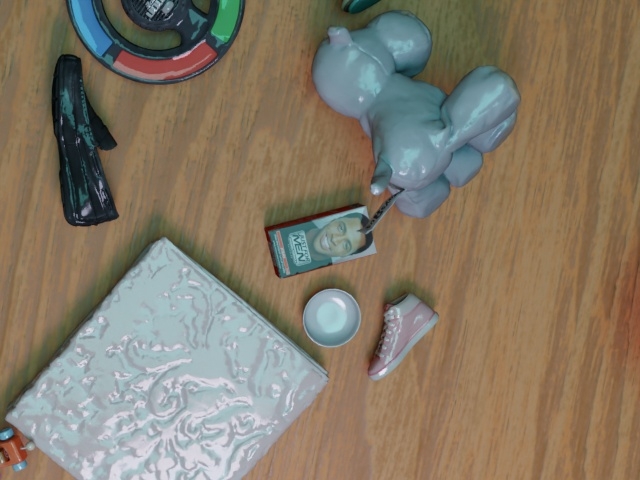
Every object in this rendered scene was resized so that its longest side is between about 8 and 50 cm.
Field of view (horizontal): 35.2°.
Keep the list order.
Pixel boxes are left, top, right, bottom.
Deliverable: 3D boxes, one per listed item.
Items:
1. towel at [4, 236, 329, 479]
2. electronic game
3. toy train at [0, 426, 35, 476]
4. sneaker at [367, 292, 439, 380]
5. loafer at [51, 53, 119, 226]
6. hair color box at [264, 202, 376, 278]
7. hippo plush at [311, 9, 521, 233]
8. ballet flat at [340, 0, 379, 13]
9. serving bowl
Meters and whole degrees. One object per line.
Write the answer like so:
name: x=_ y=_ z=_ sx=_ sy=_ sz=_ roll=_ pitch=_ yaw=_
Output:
towel: x=-0.206 y=0.211 z=1.377 sx=0.317 sy=0.053 sz=0.332 roll=42 pitch=88 yaw=-13
electronic game: x=-0.210 y=-0.313 z=1.289 sx=0.229 sy=0.048 sz=0.229 roll=-1 pitch=108 yaw=-4
toy train: x=-0.420 y=0.334 z=1.330 sx=0.125 sy=0.046 sz=0.166 roll=-12 pitch=103 yaw=18
sneaker: x=0.100 y=0.131 z=1.430 sx=0.070 sy=0.051 sz=0.134 roll=45 pitch=84 yaw=-12
loafer: x=-0.303 y=-0.129 z=1.304 sx=0.078 sy=0.076 sz=0.223 roll=-7 pitch=103 yaw=-16
hair color box: x=0.000 y=0.000 z=1.395 sx=0.141 sy=0.043 sz=0.072 roll=-16 pitch=99 yaw=-10
hippo plush: x=0.091 y=-0.167 z=1.339 sx=0.294 sy=0.234 sz=0.236 roll=-36 pitch=72 yaw=-20
ballet flat: x=0.115 y=-0.397 z=1.356 sx=0.248 sy=0.086 sz=0.086 roll=-33 pitch=102 yaw=-7
serving bowl: x=0.014 y=0.107 z=1.419 sx=0.083 sy=0.027 sz=0.083 roll=-1 pitch=97 yaw=-11
